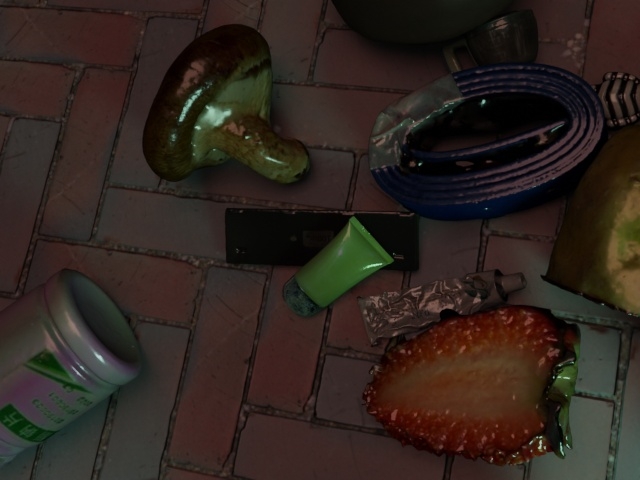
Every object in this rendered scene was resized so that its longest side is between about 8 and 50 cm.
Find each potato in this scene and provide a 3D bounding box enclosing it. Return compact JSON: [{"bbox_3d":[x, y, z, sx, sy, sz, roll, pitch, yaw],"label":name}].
[{"bbox_3d":[0.439,-0.029,1.164,0.229,0.229,0.265,17,94,17],"label":"potato"}]

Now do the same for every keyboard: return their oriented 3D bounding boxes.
[{"bbox_3d":[0.000,0.000,1.348,0.317,0.027,0.106,2,102,14],"label":"keyboard"}]

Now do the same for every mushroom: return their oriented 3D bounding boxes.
[{"bbox_3d":[-0.151,-0.217,1.342,0.255,0.267,0.267,3,77,14],"label":"mushroom"}]

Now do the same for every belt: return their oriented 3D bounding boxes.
[{"bbox_3d":[0.250,-0.148,1.272,0.347,0.117,0.212,-11,76,20],"label":"belt"}]

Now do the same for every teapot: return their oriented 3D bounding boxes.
[{"bbox_3d":[0.277,-0.295,1.332,0.149,0.111,0.108,-18,92,1],"label":"teapot"}]

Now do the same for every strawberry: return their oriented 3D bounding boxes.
[{"bbox_3d":[0.225,0.209,1.218,0.307,0.138,0.233,-2,63,33],"label":"strawberry"}]

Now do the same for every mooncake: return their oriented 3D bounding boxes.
[{"bbox_3d":[0.163,-0.456,1.334,0.326,0.174,0.333,-28,45,15],"label":"mooncake"}]

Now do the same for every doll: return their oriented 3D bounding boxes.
[{"bbox_3d":[0.497,-0.216,1.279,0.220,0.067,0.090,-1,83,12],"label":"doll"}]

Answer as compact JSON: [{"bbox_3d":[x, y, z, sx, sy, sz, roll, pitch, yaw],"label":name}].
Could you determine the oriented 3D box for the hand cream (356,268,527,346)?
[{"bbox_3d":[0.186,0.092,1.286,0.257,0.050,0.084,-18,71,15],"label":"hand cream"}]

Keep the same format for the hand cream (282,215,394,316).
[{"bbox_3d":[0.018,0.050,1.318,0.175,0.046,0.095,-40,97,15],"label":"hand cream"}]

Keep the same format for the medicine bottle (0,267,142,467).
[{"bbox_3d":[-0.469,0.214,1.323,0.326,0.212,0.212,-34,71,2],"label":"medicine bottle"}]
